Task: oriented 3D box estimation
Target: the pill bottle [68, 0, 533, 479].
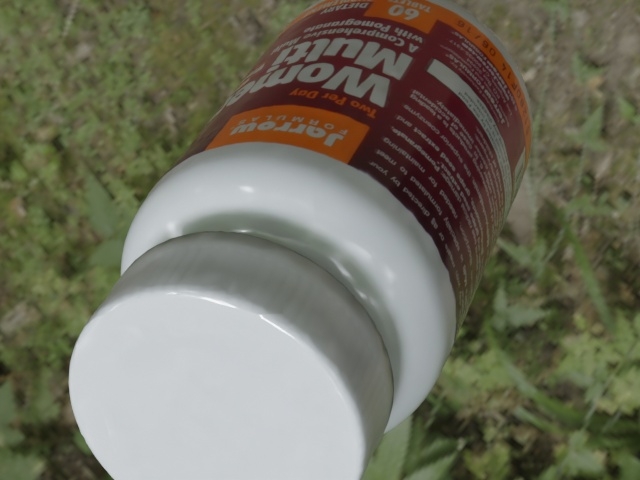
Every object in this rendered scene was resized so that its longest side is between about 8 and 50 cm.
[{"bbox_3d":[0.000,0.000,0.561,0.121,0.221,0.121,10,124,15],"label":"pill bottle"}]
